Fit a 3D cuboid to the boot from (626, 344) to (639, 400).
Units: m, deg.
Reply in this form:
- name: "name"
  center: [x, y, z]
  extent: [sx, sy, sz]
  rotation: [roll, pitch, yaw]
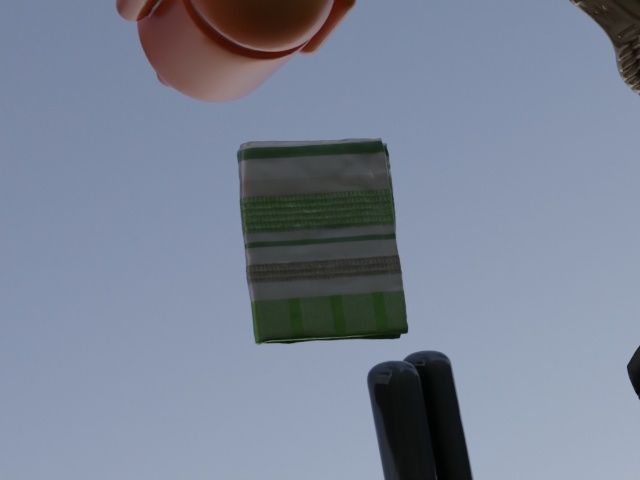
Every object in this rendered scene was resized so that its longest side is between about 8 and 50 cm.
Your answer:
- name: "boot"
  center: [0.351, 0.143, 1.072]
  extent: [0.137, 0.198, 0.077]
  rotation: [-7, -46, -53]

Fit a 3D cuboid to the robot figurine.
- name: "robot figurine"
  center: [-0.066, -0.189, 1.060]
  extent: [0.158, 0.219, 0.128]
  rotation: [39, -118, -11]

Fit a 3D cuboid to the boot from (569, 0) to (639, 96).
- name: "boot"
  center: [0.322, -0.256, 1.254]
  extent: [0.248, 0.090, 0.207]
  rotation: [40, -121, -21]

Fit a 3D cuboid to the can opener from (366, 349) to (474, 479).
- name: "can opener"
  center: [0.102, 0.222, 1.007]
  extent: [0.074, 0.093, 0.280]
  rotation: [-11, -93, -43]

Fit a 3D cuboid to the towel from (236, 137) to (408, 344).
- name: "towel"
  center: [0.000, 0.000, 0.957]
  extent: [0.113, 0.152, 0.023]
  rotation: [-3, -20, -8]
